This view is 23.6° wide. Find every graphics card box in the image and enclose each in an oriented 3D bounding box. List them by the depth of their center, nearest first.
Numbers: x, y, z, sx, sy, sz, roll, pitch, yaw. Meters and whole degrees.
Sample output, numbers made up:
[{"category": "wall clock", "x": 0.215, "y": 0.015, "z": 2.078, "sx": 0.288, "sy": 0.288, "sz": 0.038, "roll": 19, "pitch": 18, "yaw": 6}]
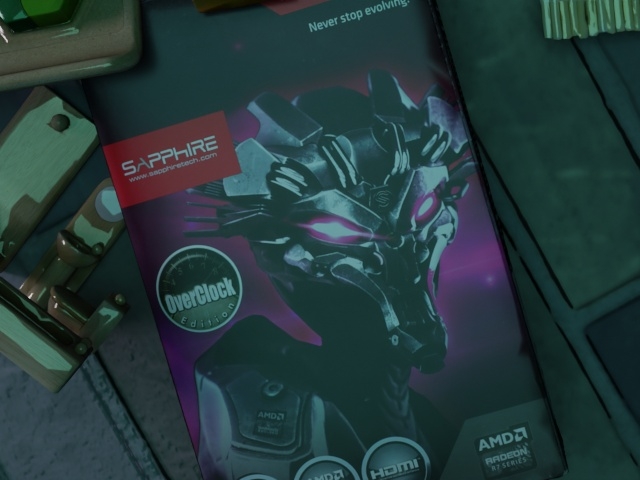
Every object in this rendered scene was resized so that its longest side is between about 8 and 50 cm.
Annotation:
[{"category": "graphics card box", "x": 0.000, "y": 0.000, "z": 0.995, "sx": 0.233, "sy": 0.094, "sz": 0.371, "roll": -15, "pitch": 95, "yaw": 6}]

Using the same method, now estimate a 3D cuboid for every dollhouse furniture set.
[{"category": "dollhouse furniture set", "x": -0.173, "y": -0.008, "z": 0.977, "sx": 0.144, "sy": 0.151, "sz": 0.123, "roll": 38, "pitch": 96, "yaw": -3}]

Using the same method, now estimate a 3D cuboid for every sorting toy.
[{"category": "sorting toy", "x": -0.175, "y": -0.200, "z": 0.957, "sx": 0.307, "sy": 0.041, "sz": 0.229, "roll": -9, "pitch": 69, "yaw": 9}]

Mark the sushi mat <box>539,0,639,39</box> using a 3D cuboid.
[{"category": "sushi mat", "x": 0.200, "y": -0.290, "z": 0.980, "sx": 0.151, "sy": 0.019, "sz": 0.316, "roll": -7, "pitch": 95, "yaw": -5}]
